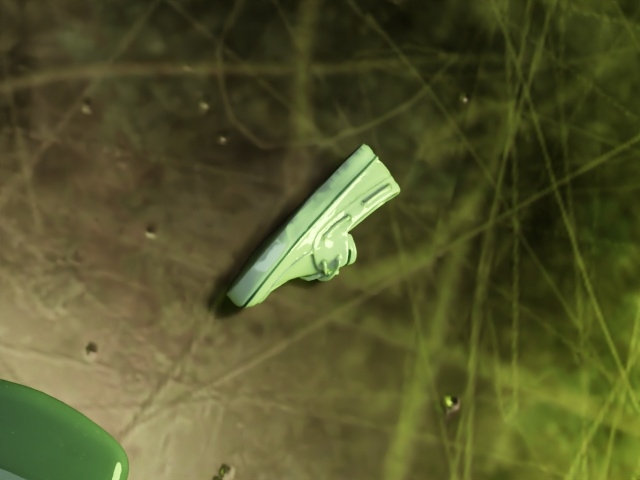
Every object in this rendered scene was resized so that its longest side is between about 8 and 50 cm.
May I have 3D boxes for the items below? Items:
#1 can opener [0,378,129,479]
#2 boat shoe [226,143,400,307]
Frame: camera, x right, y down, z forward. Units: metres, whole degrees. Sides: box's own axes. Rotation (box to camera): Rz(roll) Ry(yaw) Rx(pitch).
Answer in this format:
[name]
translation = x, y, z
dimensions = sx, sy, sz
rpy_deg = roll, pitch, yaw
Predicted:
[can opener]
translation = -0.045, 0.130, 0.609
dimensions = 0.280, 0.074, 0.093
rpy_deg = 25, 63, -16
[boat shoe]
translation = 0.000, 0.000, 0.687
dimensions = 0.035, 0.035, 0.100
rpy_deg = 45, 57, -4
